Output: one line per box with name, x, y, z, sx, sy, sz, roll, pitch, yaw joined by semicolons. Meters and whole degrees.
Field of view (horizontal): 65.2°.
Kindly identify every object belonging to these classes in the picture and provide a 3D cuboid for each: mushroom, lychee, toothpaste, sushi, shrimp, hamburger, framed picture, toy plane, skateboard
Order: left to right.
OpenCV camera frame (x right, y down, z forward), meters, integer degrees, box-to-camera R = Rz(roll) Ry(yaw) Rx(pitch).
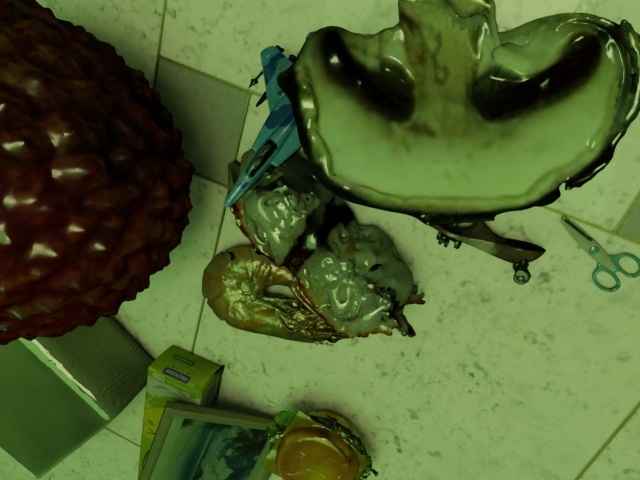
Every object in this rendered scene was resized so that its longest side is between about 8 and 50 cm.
lychee;-0.410;-0.086;0.608;0.501;0.424;0.424;16;119;-15
toothpaste;-0.269;0.354;0.946;0.110;0.077;0.327;20;117;10
framed picture;-0.206;0.427;0.918;0.232;0.024;0.314;16;114;-18
shrimp;-0.059;0.093;0.772;0.267;0.061;0.145;22;108;12
toy plane;-0.034;-0.133;0.595;0.169;0.078;0.246;35;85;2
hamburger;-0.003;0.350;0.836;0.189;0.093;0.164;43;111;-4
sushi;0.000;0.000;0.670;0.332;0.124;0.130;48;127;-2
mushroom;0.137;-0.143;0.525;0.345;0.130;0.247;-14;102;-2
skateboard;0.207;-0.013;0.632;0.152;0.067;0.080;25;109;13

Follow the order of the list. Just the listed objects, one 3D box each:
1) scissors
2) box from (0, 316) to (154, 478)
scissors;0.338;0.014;0.617;0.119;0.014;0.058;42;118;-5
box;-0.540;0.230;0.938;0.352;0.177;0.343;-39;96;28
